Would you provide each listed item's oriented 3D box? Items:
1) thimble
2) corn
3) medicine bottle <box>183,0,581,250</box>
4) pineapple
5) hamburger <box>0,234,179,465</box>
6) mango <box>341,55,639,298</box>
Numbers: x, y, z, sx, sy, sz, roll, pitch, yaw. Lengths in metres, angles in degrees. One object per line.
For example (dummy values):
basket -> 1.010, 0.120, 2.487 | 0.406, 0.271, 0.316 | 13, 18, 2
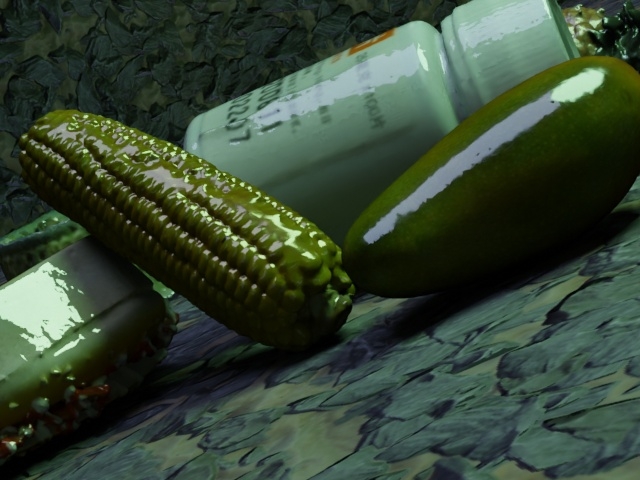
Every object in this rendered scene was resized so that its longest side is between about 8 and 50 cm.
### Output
thimble -> -0.283, 0.018, 1.876 | 0.271, 0.150, 0.271 | -23, 9, 4
corn -> -0.120, -0.017, 1.252 | 0.363, 0.120, 0.120 | 29, 39, 26
medicine bottle -> 0.074, -0.092, 1.370 | 0.371, 0.211, 0.211 | -22, 9, 14
pineapple -> 0.330, -0.203, 1.643 | 0.279, 0.158, 0.158 | -1, 22, 44
hamburger -> -0.271, 0.113, 1.297 | 0.227, 0.151, 0.295 | -24, 11, 47
mango -> 0.144, -0.043, 1.150 | 0.289, 0.129, 0.146 | -29, 18, -4
